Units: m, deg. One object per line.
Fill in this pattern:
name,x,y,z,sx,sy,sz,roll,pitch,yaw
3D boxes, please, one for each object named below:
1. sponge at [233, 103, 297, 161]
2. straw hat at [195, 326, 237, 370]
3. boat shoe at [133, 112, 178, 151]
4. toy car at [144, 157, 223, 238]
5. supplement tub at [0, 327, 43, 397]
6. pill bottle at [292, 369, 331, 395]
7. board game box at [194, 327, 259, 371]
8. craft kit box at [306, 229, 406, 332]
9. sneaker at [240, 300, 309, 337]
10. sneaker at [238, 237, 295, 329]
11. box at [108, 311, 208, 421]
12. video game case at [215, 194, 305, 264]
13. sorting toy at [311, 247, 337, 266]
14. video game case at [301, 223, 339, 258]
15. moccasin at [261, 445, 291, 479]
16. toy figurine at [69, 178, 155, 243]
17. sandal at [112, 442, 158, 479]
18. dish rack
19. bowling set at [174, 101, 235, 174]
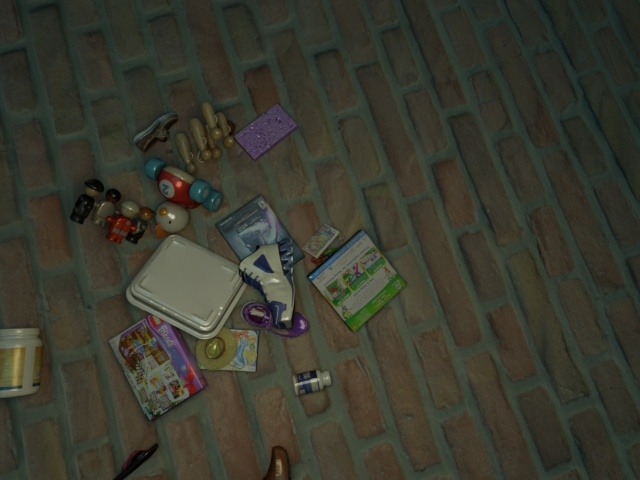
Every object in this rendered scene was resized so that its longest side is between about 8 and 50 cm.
sponge,-0.201,-0.398,1.645,0.210,0.031,0.117,-40,83,-10
straw hat,-0.339,0.345,1.430,0.144,0.061,0.145,0,78,-1
boat shoe,-0.581,-0.386,1.611,0.183,0.066,0.066,-37,87,0
toy car,-0.490,-0.112,1.486,0.219,0.210,0.238,25,84,12
supplement tub,-0.950,0.378,1.387,0.144,0.144,0.200,-2,78,-3
pill bottle,-0.028,0.460,1.456,0.120,0.067,0.067,-11,79,-5
board game box,-0.308,0.359,1.479,0.201,0.035,0.136,3,78,-2
craft kit box,0.123,0.135,1.508,0.249,0.061,0.247,-40,96,-10
sneaker,-0.153,0.261,1.473,0.236,0.104,0.095,15,77,-1
sneaker,-0.174,0.138,1.441,0.182,0.127,0.316,-3,58,-3
box,-0.519,0.394,1.431,0.200,0.057,0.293,-32,79,0
video game case,-0.212,0.001,1.565,0.196,0.026,0.274,-35,81,-9
sorting toy,0.019,0.063,1.545,0.101,0.061,0.042,-25,80,15
video game case,0.000,0.000,1.554,0.122,0.011,0.087,-48,41,-11
moccasin,-0.186,0.817,1.348,0.146,0.139,0.380,18,87,-8
toy figurine,-0.674,-0.093,1.466,0.212,0.209,0.148,27,90,3
sandal,-0.585,0.689,1.383,0.179,0.067,0.040,-39,71,-7
dish rack,-0.428,0.134,1.460,0.332,0.072,0.286,27,58,2
bowling set,-0.360,-0.354,1.560,0.199,0.287,0.154,-17,85,-40
